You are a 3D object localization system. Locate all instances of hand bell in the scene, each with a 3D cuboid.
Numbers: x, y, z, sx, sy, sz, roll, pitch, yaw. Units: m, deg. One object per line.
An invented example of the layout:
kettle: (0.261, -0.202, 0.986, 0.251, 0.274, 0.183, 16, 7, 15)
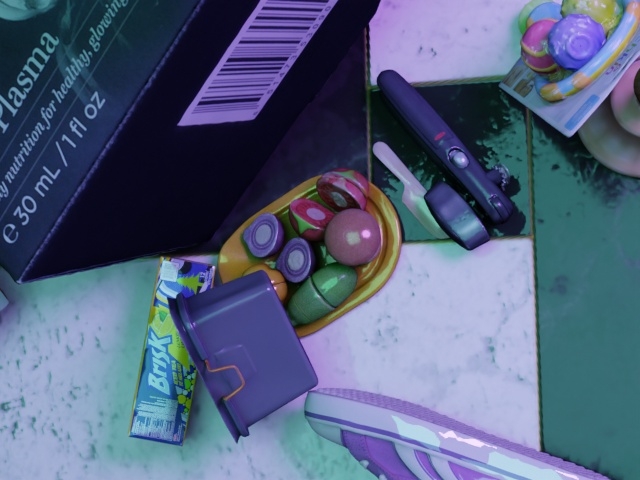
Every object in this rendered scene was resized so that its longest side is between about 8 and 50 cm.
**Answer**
hand bell: (0.268, -0.120, 1.210, 0.126, 0.242, 0.126, 0, 89, 9)

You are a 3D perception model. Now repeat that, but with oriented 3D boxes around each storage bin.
storage bin: (-0.064, 0.095, 1.318, 0.091, 0.098, 0.135, -27, 107, -1)

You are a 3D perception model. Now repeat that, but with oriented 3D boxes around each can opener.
can opener: (0.108, -0.082, 1.353, 0.073, 0.059, 0.186, -29, 73, -13)

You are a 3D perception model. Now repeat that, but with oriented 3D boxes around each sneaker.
sneaker: (0.097, 0.234, 1.301, 0.282, 0.102, 0.161, 20, 93, 18)

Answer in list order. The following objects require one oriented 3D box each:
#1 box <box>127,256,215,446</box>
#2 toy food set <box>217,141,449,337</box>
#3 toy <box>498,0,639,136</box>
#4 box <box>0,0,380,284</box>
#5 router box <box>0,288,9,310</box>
box: (-0.137, 0.101, 1.393, 0.054, 0.059, 0.169, 11, 87, -5)
toy food set: (0.000, 0.000, 1.368, 0.218, 0.071, 0.128, -34, 76, 9)
toy: (0.205, -0.173, 1.250, 0.056, 0.237, 0.137, 39, 98, -12)
box: (-0.204, -0.305, 1.281, 0.472, 0.297, 0.480, 45, 116, 18)
router box: (-0.478, 0.060, 1.302, 0.335, 0.301, 0.082, -41, 52, -13)
